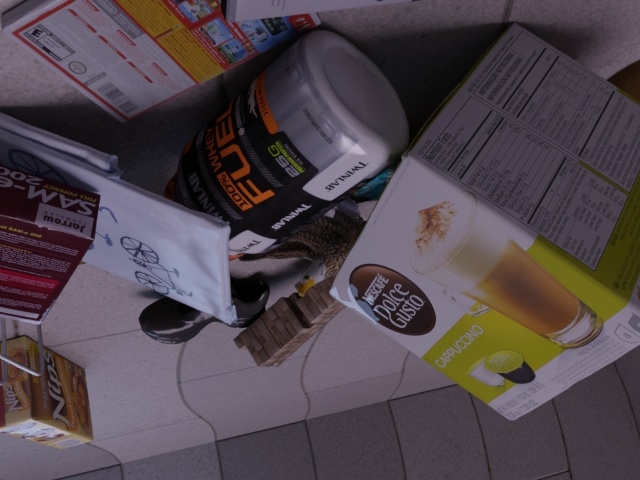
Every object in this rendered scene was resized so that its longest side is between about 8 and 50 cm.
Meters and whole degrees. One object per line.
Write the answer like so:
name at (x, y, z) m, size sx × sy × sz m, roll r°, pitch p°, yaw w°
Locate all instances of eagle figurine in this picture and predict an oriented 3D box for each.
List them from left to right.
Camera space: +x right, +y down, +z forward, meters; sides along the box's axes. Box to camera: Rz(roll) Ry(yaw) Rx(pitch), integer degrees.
eagle figurine at (-0.005, 0.005, 1.182) m, size 0.225 × 0.298 × 0.226 m, roll -32°, pitch 148°, yaw -62°

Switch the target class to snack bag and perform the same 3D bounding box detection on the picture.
snack bag at (-0.265, -0.016, 0.916) m, size 0.343 × 0.037 × 0.323 m, roll 22°, pitch 152°, yaw 7°

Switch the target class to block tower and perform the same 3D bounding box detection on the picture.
block tower at (-0.027, 0.145, 1.438) m, size 0.335 × 0.097 × 0.091 m, roll -41°, pitch 159°, yaw 14°

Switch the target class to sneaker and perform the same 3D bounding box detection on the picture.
sneaker at (-0.237, 0.130, 1.401) m, size 0.286 × 0.109 × 0.130 m, roll -12°, pitch 150°, yaw -32°

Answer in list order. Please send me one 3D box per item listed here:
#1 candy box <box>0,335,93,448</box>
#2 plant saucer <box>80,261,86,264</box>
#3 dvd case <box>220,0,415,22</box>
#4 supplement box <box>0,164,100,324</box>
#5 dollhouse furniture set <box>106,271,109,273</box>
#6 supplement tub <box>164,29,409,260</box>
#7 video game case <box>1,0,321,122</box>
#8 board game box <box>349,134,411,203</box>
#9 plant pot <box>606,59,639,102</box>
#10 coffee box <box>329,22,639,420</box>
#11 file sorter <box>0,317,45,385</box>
candy box at (-0.620, 0.351, 1.505) m, size 0.088 × 0.182 × 0.316 m, roll -16°, pitch 155°, yaw -3°
plant saucer at (-0.418, 0.018, 1.138) m, size 0.084 × 0.015 × 0.083 m, roll -14°, pitch 156°, yaw -6°
dvd case at (0.021, -0.309, 0.671) m, size 0.239 × 0.029 × 0.179 m, roll -13°, pitch 151°, yaw -19°
supplement box at (-0.379, 0.014, 0.838) m, size 0.130 × 0.073 × 0.239 m, roll 18°, pitch 141°, yaw -29°
dollhouse furniture set at (-0.331, 0.015, 1.177) m, size 0.076 × 0.058 × 0.152 m, roll -9°, pitch 174°, yaw -32°
supplement tub at (-0.056, -0.108, 0.887) m, size 0.316 × 0.193 × 0.194 m, roll -35°, pitch 149°, yaw 33°
video game case at (-0.164, -0.243, 0.739) m, size 0.285 × 0.025 × 0.204 m, roll -23°, pitch 154°, yaw 14°
board game box at (0.080, -0.120, 1.144) m, size 0.126 × 0.026 × 0.186 m, roll -13°, pitch 155°, yaw -7°
plant pot at (0.598, -0.150, 1.130) m, size 0.237 × 0.254 × 0.237 m, roll -13°, pitch 154°, yaw -6°
coffee box at (0.264, -0.021, 0.936) m, size 0.338 × 0.334 × 0.337 m, roll -51°, pitch 172°, yaw -35°
file sorter at (-0.638, 0.166, 1.126) m, size 0.278 × 0.173 × 0.193 m, roll -15°, pitch 155°, yaw -1°
